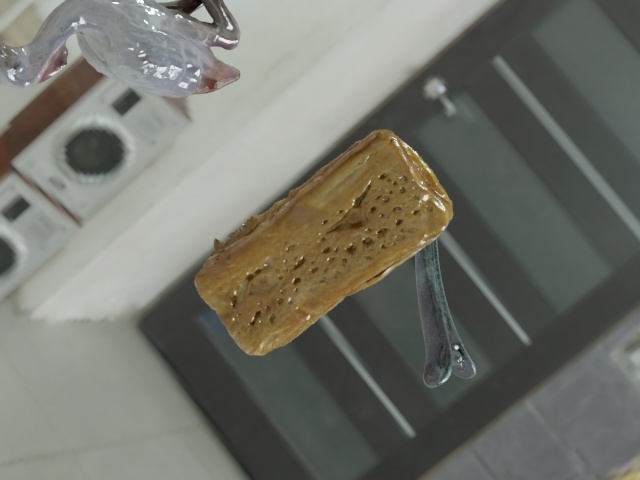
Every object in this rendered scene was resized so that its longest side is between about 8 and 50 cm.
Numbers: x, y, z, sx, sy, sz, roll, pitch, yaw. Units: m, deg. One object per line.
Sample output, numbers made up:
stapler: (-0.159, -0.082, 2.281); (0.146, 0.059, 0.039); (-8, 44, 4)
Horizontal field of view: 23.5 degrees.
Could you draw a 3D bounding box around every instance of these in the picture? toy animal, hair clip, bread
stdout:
toy animal: (-0.177, -0.191, 1.401); (0.090, 0.324, 0.195); (23, -44, 48)
hair clip: (0.159, 0.058, 2.091); (0.083, 0.048, 0.275); (-9, 92, -41)
bread: (-0.001, 0.001, 1.570); (0.139, 0.271, 0.077); (53, 21, 1)
